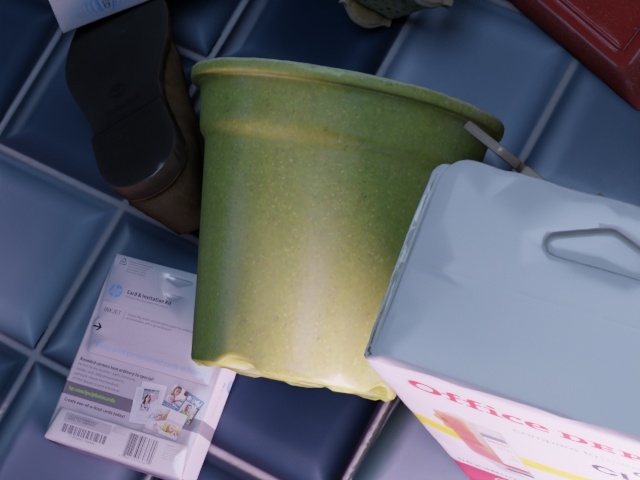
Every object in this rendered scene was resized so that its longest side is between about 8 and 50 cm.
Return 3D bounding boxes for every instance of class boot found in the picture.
[{"bbox_3d":[-0.165,-0.127,1.764,0.112,0.115,0.305,-26,46,14],"label":"boot"}]

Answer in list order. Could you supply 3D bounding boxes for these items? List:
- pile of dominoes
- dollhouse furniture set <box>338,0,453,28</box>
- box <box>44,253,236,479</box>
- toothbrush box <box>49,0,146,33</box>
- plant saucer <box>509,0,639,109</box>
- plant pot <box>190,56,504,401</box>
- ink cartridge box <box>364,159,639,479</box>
[{"bbox_3d":[0.226,-0.030,1.517,0.196,0.251,0.040,41,95,26],"label":"pile of dominoes"},{"bbox_3d":[0.057,-0.277,1.670,0.182,0.161,0.101,-10,59,59],"label":"dollhouse furniture set"},{"bbox_3d":[-0.153,0.117,1.690,0.145,0.038,0.186,14,75,20],"label":"box"},{"bbox_3d":[-0.201,-0.373,1.725,0.216,0.295,0.126,-21,44,-4],"label":"toothbrush box"},{"bbox_3d":[0.268,-0.294,1.658,0.259,0.048,0.258,45,112,24],"label":"plant saucer"},{"bbox_3d":[0.000,0.000,1.587,0.276,0.276,0.253,9,83,19],"label":"plant pot"},{"bbox_3d":[0.222,0.108,1.391,0.279,0.384,0.160,16,75,21],"label":"ink cartridge box"}]
